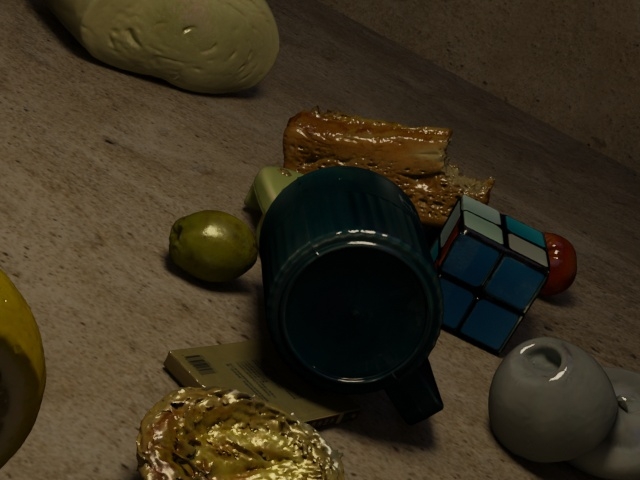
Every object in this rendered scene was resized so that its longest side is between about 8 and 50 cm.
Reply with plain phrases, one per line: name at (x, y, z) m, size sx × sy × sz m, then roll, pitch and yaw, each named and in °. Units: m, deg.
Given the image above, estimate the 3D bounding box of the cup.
cup at (0.039, 0.079, 1.631) m, size 0.242 × 0.307 × 0.292 m, roll -2°, pitch 16°, yaw -2°

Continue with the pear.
pear at (-0.155, 0.008, 1.731) m, size 0.131 × 0.107 × 0.107 m, roll 11°, pitch 27°, yaw -32°

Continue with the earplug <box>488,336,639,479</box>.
earplug at (0.389, 0.241, 1.746) m, size 0.326 × 0.175 × 0.214 m, roll 15°, pitch 27°, yaw -30°

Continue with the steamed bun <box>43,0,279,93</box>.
steamed bun at (-0.313, -0.500, 2.420) m, size 0.456 × 0.290 × 0.371 m, roll 7°, pitch 31°, yaw -41°

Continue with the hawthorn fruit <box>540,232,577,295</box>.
hawthorn fruit at (0.434, 0.053, 2.316) m, size 0.125 × 0.140 × 0.125 m, roll -1°, pitch 51°, yaw 2°

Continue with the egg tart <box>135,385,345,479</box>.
egg tart at (-0.088, 0.257, 1.269) m, size 0.252 × 0.098 × 0.232 m, roll 8°, pitch 35°, yaw -32°

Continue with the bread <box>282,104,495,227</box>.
bread at (0.118, -0.128, 2.115) m, size 0.381 × 0.185 × 0.109 m, roll 9°, pitch 20°, yaw 6°

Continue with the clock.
clock at (0.000, 0.000, 1.934) m, size 0.235 × 0.096 × 0.308 m, roll 22°, pitch 22°, yaw -18°

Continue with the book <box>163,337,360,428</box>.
book at (-0.072, 0.186, 1.528) m, size 0.161 × 0.026 × 0.231 m, roll 41°, pitch 25°, yaw 30°

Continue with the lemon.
lemon at (-0.377, 0.102, 1.077) m, size 0.240 × 0.240 × 0.219 m, roll 11°, pitch 19°, yaw -37°

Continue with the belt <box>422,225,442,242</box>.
belt at (0.172, -0.082, 2.252) m, size 0.082 × 0.141 × 0.190 m, roll 8°, pitch 40°, yaw -45°

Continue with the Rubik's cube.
Rubik's cube at (0.268, 0.054, 2.015) m, size 0.167 × 0.183 × 0.180 m, roll 27°, pitch 20°, yaw -5°
